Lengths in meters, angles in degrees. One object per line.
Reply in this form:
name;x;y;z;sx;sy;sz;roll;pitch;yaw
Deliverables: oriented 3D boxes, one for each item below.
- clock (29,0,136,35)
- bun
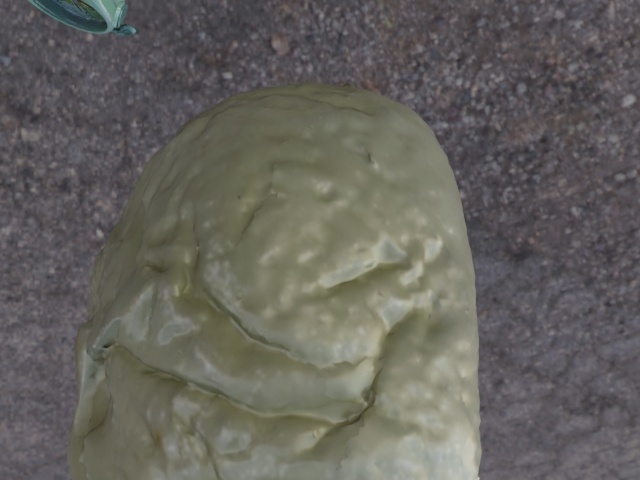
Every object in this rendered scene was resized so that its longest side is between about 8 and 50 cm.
clock;-0.331;-0.336;1.151;0.148;0.060;0.188;16;167;18
bun;-0.038;0.078;0.553;0.227;0.349;0.353;2;120;-6
